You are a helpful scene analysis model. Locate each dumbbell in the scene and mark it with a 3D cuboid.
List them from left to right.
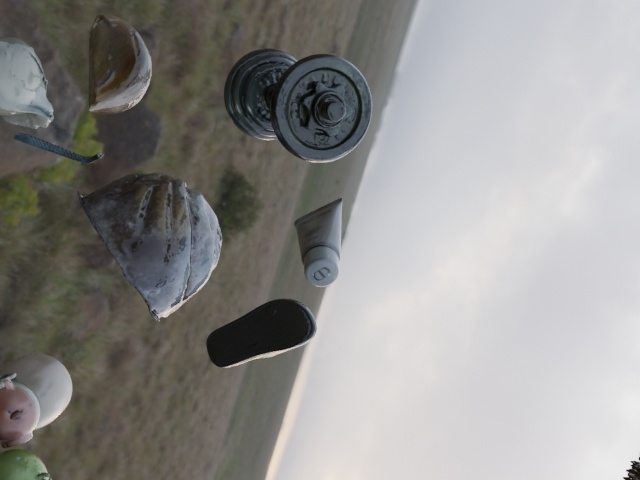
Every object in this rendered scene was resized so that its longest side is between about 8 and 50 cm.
[{"bbox_3d":[-0.048,-0.245,1.538,0.406,0.179,0.179,32,-73,65],"label":"dumbbell"}]

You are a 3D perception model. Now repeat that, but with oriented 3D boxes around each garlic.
[{"bbox_3d":[-0.332,-0.293,1.450,0.087,0.101,0.196,138,-47,-59],"label":"garlic"}]

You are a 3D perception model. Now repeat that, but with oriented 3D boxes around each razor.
[{"bbox_3d":[-0.574,-0.199,1.908,0.066,0.190,0.033,-124,-131,-75],"label":"razor"}]

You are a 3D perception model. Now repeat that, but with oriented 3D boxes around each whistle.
[{"bbox_3d":[-0.641,0.475,1.688,0.141,0.294,0.141,32,53,-56],"label":"whistle"}]

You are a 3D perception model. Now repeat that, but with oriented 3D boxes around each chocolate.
[{"bbox_3d":[-0.312,-0.019,1.716,0.213,0.303,0.303,-32,172,-8],"label":"chocolate"}]

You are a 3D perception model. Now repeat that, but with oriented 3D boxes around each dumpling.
[{"bbox_3d":[-0.474,-0.243,1.292,0.108,0.127,0.188,-56,135,-26],"label":"dumpling"}]

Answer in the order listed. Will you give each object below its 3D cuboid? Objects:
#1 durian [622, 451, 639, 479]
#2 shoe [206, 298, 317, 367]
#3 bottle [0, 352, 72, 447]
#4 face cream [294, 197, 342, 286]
[{"bbox_3d":[0.488,0.362,1.066,0.293,0.258,0.258,41,-63,60],"label":"durian"},{"bbox_3d":[-0.118,0.193,1.824,0.093,0.241,0.108,13,56,-73],"label":"shoe"},{"bbox_3d":[-0.598,0.323,1.736,0.236,0.147,0.147,-80,-173,-82],"label":"bottle"},{"bbox_3d":[0.000,0.000,2.124,0.143,0.089,0.314,-28,-155,13],"label":"face cream"}]
